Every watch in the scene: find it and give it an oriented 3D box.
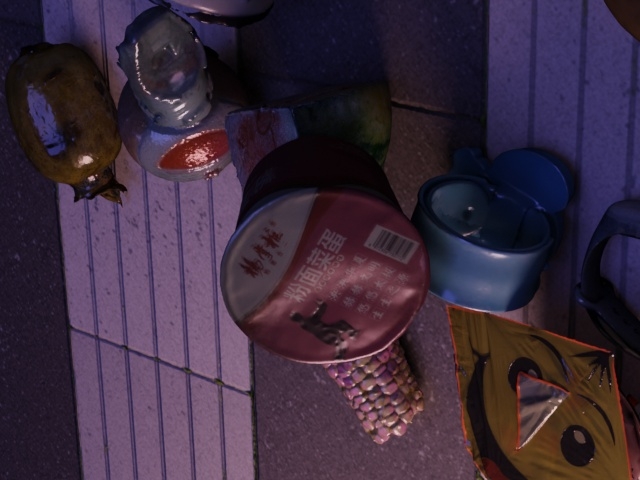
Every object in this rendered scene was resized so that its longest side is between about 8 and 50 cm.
[{"bbox_3d":[0.184,-0.007,1.909,0.211,0.193,0.211,15,116,34],"label":"watch"},{"bbox_3d":[0.389,0.056,1.845,0.206,0.068,0.193,13,115,35],"label":"watch"}]

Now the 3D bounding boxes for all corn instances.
[{"bbox_3d":[0.030,0.107,2.149,0.126,0.127,0.335,-33,87,44],"label":"corn"}]

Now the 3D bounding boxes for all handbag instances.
[{"bbox_3d":[0.300,0.244,1.946,0.205,0.116,0.179,50,142,21],"label":"handbag"}]

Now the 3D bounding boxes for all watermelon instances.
[{"bbox_3d":[-0.027,-0.097,2.043,0.201,0.213,0.261,26,123,32],"label":"watermelon"}]

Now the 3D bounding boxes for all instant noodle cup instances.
[{"bbox_3d":[0.000,0.000,1.851,0.235,0.178,0.234,-2,121,-3],"label":"instant noodle cup"}]

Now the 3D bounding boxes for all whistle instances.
[{"bbox_3d":[-0.186,-0.184,2.114,0.189,0.189,0.348,44,168,19],"label":"whistle"}]

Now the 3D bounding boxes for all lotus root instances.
[{"bbox_3d":[-0.368,-0.159,2.373,0.154,0.154,0.278,-9,107,43],"label":"lotus root"}]

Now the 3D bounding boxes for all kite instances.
[{"bbox_3d":[0.262,0.211,1.863,0.377,0.013,0.327,53,143,19],"label":"kite"}]

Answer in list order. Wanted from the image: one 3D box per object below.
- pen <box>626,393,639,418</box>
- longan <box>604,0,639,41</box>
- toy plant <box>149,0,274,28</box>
[{"bbox_3d":[0.441,0.262,1.915,0.218,0.026,0.026,42,131,20],"label":"pen"},{"bbox_3d":[0.391,-0.290,1.583,0.258,0.258,0.258,18,119,35],"label":"longan"},{"bbox_3d":[-0.106,-0.452,1.962,0.247,0.247,0.332,43,127,20],"label":"toy plant"}]
